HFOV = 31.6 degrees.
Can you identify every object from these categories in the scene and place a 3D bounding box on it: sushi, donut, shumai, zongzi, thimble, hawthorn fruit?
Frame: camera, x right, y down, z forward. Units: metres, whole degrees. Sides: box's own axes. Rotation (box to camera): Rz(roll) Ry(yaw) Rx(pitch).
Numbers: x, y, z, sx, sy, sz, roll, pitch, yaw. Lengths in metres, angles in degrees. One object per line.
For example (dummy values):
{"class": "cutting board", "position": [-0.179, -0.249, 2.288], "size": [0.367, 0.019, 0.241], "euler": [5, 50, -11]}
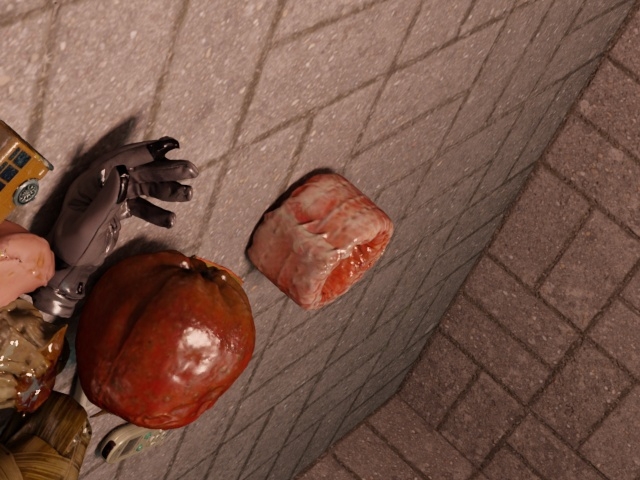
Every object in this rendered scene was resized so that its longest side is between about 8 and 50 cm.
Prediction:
{"class": "sushi", "position": [-0.386, 0.159, 1.613], "size": [0.050, 0.047, 0.099], "euler": [-43, 149, -57]}
{"class": "donut", "position": [-0.415, 0.066, 1.274], "size": [0.233, 0.085, 0.199], "euler": [-48, 163, -1]}
{"class": "shumai", "position": [-0.406, 0.171, 1.466], "size": [0.201, 0.120, 0.201], "euler": [-46, 163, -18]}
{"class": "zongzi", "position": [-0.434, 0.311, 1.565], "size": [0.288, 0.134, 0.286], "euler": [71, 27, -57]}
{"class": "thimble", "position": [0.000, 0.000, 2.008], "size": [0.239, 0.162, 0.239], "euler": [-41, 164, -15]}
{"class": "hawthorn fruit", "position": [-0.220, 0.142, 1.621], "size": [0.258, 0.258, 0.261], "euler": [67, 37, -71]}

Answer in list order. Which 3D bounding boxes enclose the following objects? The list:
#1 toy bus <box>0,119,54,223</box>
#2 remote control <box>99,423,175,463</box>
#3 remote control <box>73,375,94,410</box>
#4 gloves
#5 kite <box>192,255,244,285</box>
{"class": "toy bus", "position": [-0.371, -0.043, 1.137], "size": [0.182, 0.091, 0.103], "euler": [-49, 161, -5]}
{"class": "remote control", "position": [-0.345, 0.373, 2.170], "size": [0.078, 0.042, 0.221], "euler": [-54, 161, 20]}
{"class": "remote control", "position": [-0.344, 0.197, 1.795], "size": [0.087, 0.029, 0.190], "euler": [-27, 150, -40]}
{"class": "gloves", "position": [-0.271, -0.020, 1.388], "size": [0.285, 0.119, 0.142], "euler": [-41, 176, 10]}
{"class": "kite", "position": [-0.250, 0.132, 1.934], "size": [0.377, 0.013, 0.327], "euler": [-32, 155, -40]}
